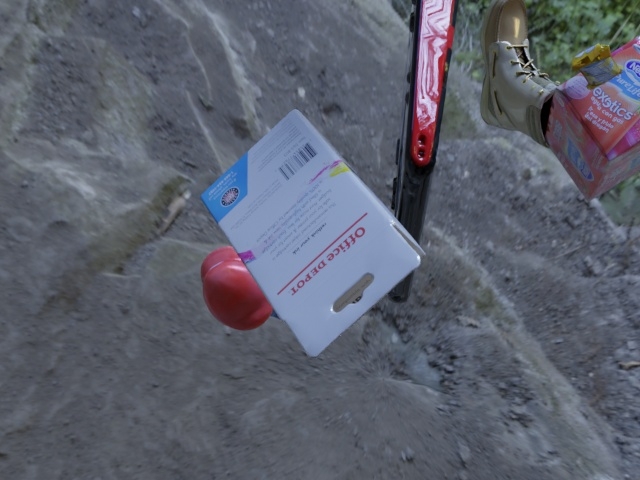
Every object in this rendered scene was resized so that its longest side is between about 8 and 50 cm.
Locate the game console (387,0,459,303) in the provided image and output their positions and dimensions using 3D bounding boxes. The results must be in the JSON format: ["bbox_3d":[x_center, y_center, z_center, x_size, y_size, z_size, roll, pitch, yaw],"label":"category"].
[{"bbox_3d":[0.116,-0.143,1.084,0.060,0.386,0.342,9,65,6],"label":"game console"}]

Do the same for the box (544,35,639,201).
[{"bbox_3d":[0.473,-0.186,1.444,0.154,0.300,0.142,-33,76,4],"label":"box"}]

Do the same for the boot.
[{"bbox_3d":[0.381,-0.315,1.639,0.095,0.203,0.262,-9,115,-21],"label":"boot"}]

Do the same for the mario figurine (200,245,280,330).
[{"bbox_3d":[-0.120,0.060,1.551,0.170,0.320,0.198,8,88,19],"label":"mario figurine"}]

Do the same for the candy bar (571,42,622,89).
[{"bbox_3d":[0.277,-0.173,0.890,0.040,0.161,0.018,-25,83,21],"label":"candy bar"}]

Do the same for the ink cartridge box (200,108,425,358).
[{"bbox_3d":[0.000,0.000,0.653,0.104,0.061,0.181,-42,52,7],"label":"ink cartridge box"}]
